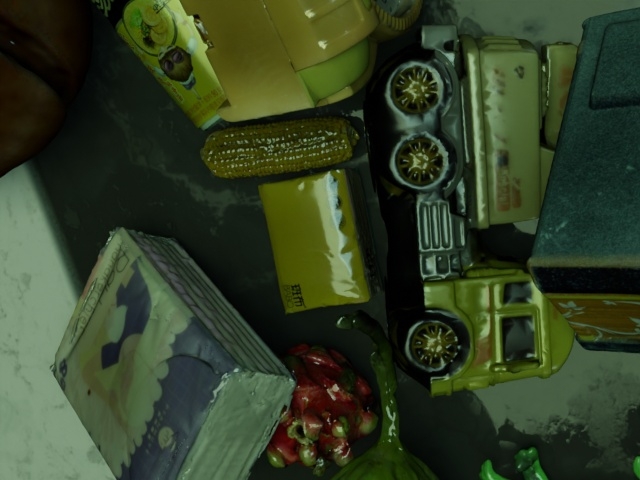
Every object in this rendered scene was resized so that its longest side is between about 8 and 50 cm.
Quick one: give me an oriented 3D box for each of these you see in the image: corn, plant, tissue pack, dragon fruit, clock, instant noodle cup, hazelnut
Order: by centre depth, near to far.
[{"bbox_3d":[-0.010,-0.300,1.128,0.200,0.317,0.244,-7,120,32],"label":"clock"},{"bbox_3d":[0.097,0.249,1.156,0.180,0.251,0.333,22,103,25],"label":"plant"},{"bbox_3d":[-0.147,-0.267,1.244,0.215,0.215,0.236,-31,98,20],"label":"instant noodle cup"},{"bbox_3d":[-0.012,0.215,1.275,0.160,0.172,0.166,-10,96,19],"label":"dragon fruit"},{"bbox_3d":[-0.194,0.165,1.276,0.343,0.125,0.242,43,113,46],"label":"tissue pack"},{"bbox_3d":[0.000,0.000,1.286,0.120,0.082,0.169,-9,95,20],"label":"tissue pack"},{"bbox_3d":[-0.480,-0.227,1.290,0.409,0.359,0.359,-29,89,29],"label":"hazelnut"},{"bbox_3d":[-0.054,-0.115,1.294,0.207,0.068,0.068,-4,97,17],"label":"corn"}]

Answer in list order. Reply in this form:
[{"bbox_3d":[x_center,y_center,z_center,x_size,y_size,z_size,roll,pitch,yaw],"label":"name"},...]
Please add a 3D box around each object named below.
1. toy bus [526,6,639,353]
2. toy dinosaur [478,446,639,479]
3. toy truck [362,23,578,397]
[{"bbox_3d":[0.330,-0.065,1.034,0.162,0.194,0.323,-1,61,39],"label":"toy bus"},{"bbox_3d":[0.346,0.440,1.201,0.374,0.144,0.500,-42,75,22],"label":"toy dinosaur"},{"bbox_3d":[0.182,-0.037,1.171,0.254,0.180,0.405,-3,95,4],"label":"toy truck"}]
